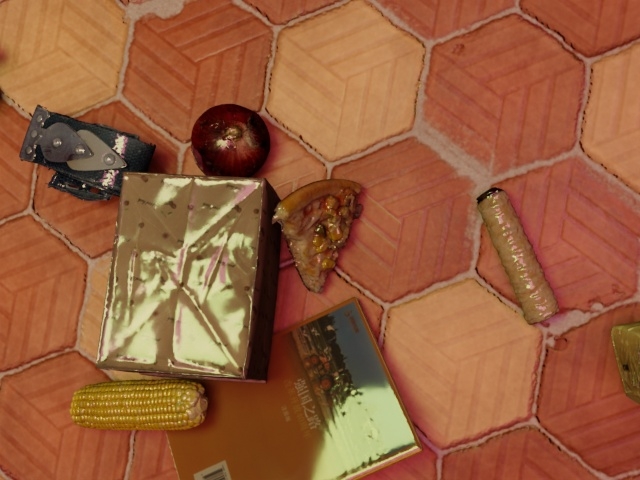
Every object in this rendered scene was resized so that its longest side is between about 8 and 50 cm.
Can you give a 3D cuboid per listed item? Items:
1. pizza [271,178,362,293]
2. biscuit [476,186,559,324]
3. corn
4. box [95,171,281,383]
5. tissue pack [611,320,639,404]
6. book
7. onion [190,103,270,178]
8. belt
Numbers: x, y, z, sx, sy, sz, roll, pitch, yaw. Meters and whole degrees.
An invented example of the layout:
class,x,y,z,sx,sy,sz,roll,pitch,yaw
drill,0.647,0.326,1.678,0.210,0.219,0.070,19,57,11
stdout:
class,x,y,z,sx,sy,sz,roll,pitch,yaw
pizza,0.000,0.000,1.131,0.052,0.185,0.195,27,123,41
biscuit,0.304,0.022,1.122,0.061,0.055,0.219,-29,82,41
corn,-0.289,0.262,1.148,0.249,0.081,0.081,-6,87,25
box,-0.187,0.063,1.094,0.225,0.190,0.296,3,80,7
tissue pack,0.561,0.165,1.031,0.235,0.159,0.125,-11,87,7
book,-0.061,0.279,1.127,0.374,0.028,0.262,-25,63,6
onion,-0.145,-0.157,1.155,0.131,0.131,0.131,0,88,7
belt,-0.372,-0.128,1.168,0.218,0.122,0.128,18,90,29
